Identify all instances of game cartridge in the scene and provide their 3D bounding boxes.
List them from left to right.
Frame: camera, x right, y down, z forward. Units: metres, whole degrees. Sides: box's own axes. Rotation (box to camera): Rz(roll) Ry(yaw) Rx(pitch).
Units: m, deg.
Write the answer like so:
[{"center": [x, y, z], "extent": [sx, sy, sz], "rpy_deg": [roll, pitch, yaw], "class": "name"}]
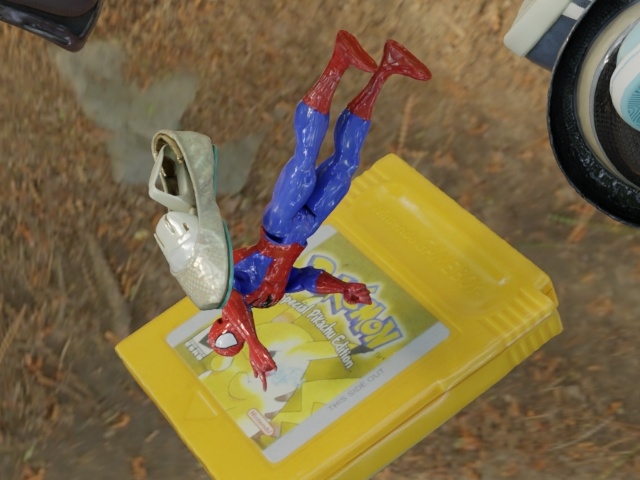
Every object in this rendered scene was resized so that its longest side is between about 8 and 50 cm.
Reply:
[{"center": [0.012, 0.080, 1.353], "extent": [0.323, 0.285, 0.053], "rpy_deg": [-37, 131, -10], "class": "game cartridge"}]

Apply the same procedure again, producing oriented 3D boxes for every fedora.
[{"center": [0.399, -0.125, 1.553], "extent": [0.334, 0.152, 0.334], "rpy_deg": [-6, 114, -14], "class": "fedora"}]

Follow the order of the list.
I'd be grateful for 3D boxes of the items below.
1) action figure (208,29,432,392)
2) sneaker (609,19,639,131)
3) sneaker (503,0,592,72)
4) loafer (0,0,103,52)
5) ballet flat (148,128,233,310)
[{"center": [0.000, 0.000, 1.154], "extent": [0.091, 0.280, 0.139], "rpy_deg": [4, 39, -43], "class": "action figure"}, {"center": [0.295, -0.206, 0.925], "extent": [0.319, 0.127, 0.208], "rpy_deg": [-32, 47, 21], "class": "sneaker"}, {"center": [0.345, -0.289, 1.702], "extent": [0.148, 0.350, 0.131], "rpy_deg": [34, 57, -4], "class": "sneaker"}, {"center": [-0.327, -0.219, 1.320], "extent": [0.302, 0.109, 0.095], "rpy_deg": [5, 116, -25], "class": "loafer"}, {"center": [-0.100, -0.016, 1.135], "extent": [0.052, 0.057, 0.168], "rpy_deg": [17, 39, -26], "class": "ballet flat"}]
